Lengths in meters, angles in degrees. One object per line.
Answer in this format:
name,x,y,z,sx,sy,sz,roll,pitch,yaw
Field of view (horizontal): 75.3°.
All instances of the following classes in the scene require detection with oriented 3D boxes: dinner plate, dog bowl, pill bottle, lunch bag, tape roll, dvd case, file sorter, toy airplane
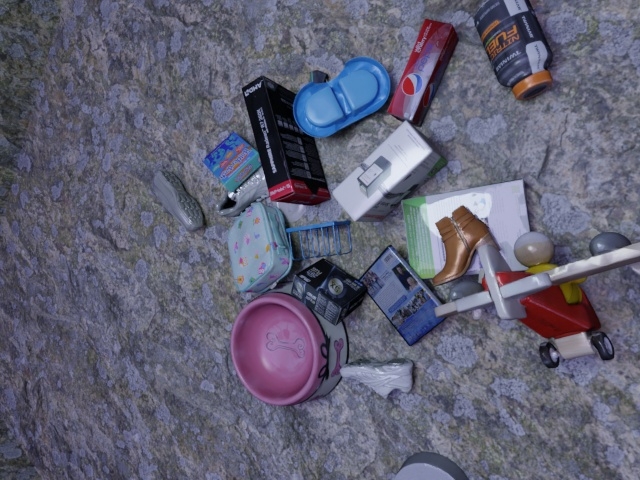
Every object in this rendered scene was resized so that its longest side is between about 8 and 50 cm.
dinner plate,-0.109,-0.132,1.422,0.141,0.017,0.142,1,92,29
dog bowl,0.063,-0.420,1.246,0.297,0.074,0.166,-27,91,8
pill bottle,0.486,-0.477,1.029,0.130,0.130,0.246,-23,80,27
lunch bag,-0.199,0.028,1.378,0.224,0.107,0.280,-36,56,31
tape roll,0.313,0.721,1.166,0.219,0.072,0.220,1,92,29
dvd case,0.232,0.161,1.200,0.253,0.022,0.180,52,134,18
file sorter,0.000,0.000,1.307,0.170,0.118,0.105,-8,90,28
toy airplane,0.461,0.091,0.906,0.385,0.385,0.273,2,57,10
dog bowl,-0.121,0.344,1.357,0.407,0.150,0.409,1,91,29

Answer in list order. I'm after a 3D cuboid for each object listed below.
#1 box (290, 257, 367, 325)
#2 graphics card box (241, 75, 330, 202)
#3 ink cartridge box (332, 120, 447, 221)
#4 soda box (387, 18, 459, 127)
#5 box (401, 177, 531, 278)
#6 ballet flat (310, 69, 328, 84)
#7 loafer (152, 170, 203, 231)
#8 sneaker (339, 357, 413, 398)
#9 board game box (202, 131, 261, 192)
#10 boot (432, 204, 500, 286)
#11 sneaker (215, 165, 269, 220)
box,0.026,0.151,1.267,0.180,0.147,0.078,33,128,25
graphics card box,-0.102,-0.296,1.294,0.094,0.232,0.372,-19,82,28
ink cartridge box,0.194,-0.176,1.152,0.273,0.198,0.115,-43,72,23
soda box,0.286,-0.462,1.160,0.083,0.092,0.264,28,103,27
box,0.392,-0.023,1.127,0.321,0.058,0.233,-7,87,27
ballet flat,-0.002,-0.446,1.333,0.074,0.074,0.204,1,86,29
loafer,-0.562,-0.142,1.622,0.319,0.112,0.112,51,117,27
sneaker,0.165,0.416,1.237,0.232,0.090,0.116,-8,90,29
board game box,-0.306,-0.277,1.441,0.160,0.047,0.210,-44,49,-4
boot,0.342,0.016,1.084,0.197,0.073,0.152,-37,75,12
sneaker,-0.250,-0.180,1.443,0.292,0.118,0.110,-46,68,20
